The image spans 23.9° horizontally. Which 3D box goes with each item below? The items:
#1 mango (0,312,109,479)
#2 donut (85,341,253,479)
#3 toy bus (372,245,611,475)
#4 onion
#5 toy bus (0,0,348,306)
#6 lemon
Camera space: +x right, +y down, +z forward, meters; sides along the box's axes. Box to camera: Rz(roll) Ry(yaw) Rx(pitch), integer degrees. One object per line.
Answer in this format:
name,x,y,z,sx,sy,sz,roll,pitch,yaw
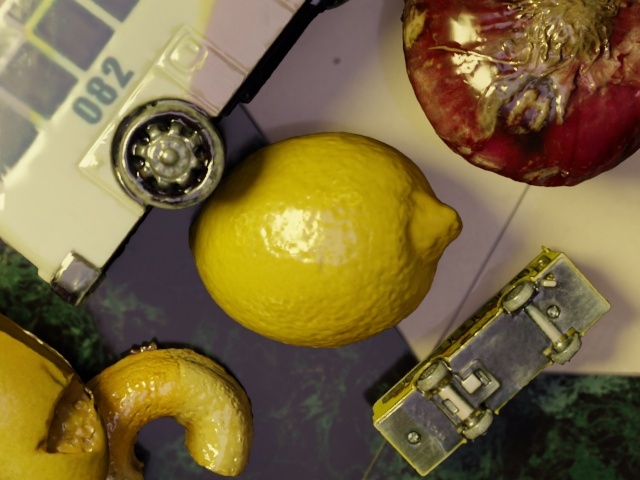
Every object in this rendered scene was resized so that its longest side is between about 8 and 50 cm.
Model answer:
mango,-0.287,0.134,1.243,0.262,0.130,0.167,31,104,-2
donut,-0.149,0.172,1.333,0.181,0.078,0.146,-23,101,-2
toy bus,0.151,0.108,1.342,0.226,0.074,0.081,-44,96,3
onion,0.181,-0.166,1.254,0.246,0.190,0.246,3,80,-14
toy bus,-0.137,-0.183,1.219,0.249,0.209,0.440,37,93,-6
lemon,0.000,0.000,1.264,0.244,0.187,0.186,-4,98,17
